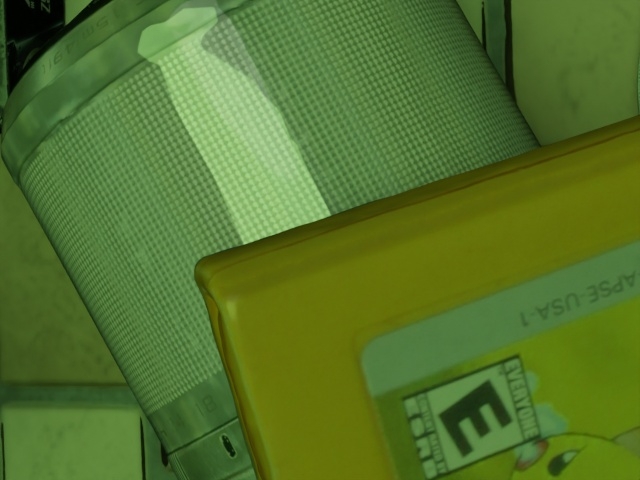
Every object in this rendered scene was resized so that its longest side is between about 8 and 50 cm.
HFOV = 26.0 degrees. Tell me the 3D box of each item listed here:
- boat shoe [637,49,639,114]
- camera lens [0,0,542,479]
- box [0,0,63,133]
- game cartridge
[{"bbox_3d":[0.231,-0.175,0.643,0.114,0.091,0.302,24,97,17],"label":"boat shoe"},{"bbox_3d":[0.000,0.000,0.643,0.219,0.219,0.274,-31,86,13],"label":"camera lens"},{"bbox_3d":[-0.223,-0.147,0.761,0.147,0.077,0.180,0,93,14],"label":"box"},{"bbox_3d":[0.145,0.093,0.527,0.324,0.053,0.285,-19,101,-11],"label":"game cartridge"}]
